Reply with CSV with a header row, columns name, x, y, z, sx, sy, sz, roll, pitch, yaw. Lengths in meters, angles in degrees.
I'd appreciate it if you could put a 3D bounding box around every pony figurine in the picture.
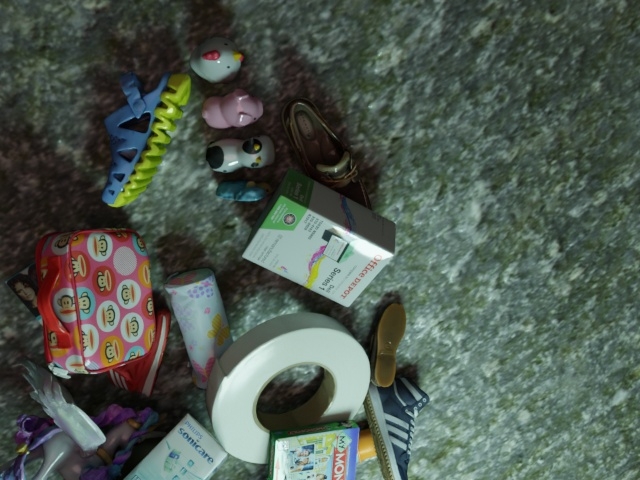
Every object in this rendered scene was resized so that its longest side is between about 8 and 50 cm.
name,x,y,z,sx,sy,sz,roll,pitch,yaw
pony figurine,-0.547,0.443,1.131,0.363,0.303,0.351,-49,121,-22

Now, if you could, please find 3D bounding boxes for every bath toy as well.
name,x,y,z,sx,sy,sz,roll,pitch,yaw
bath toy,-0.186,-0.259,1.129,0.152,0.129,0.347,-12,102,-6

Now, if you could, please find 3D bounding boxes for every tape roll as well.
name,x,y,z,sx,sy,sz,roll,pitch,yaw
tape roll,-0.070,0.347,1.231,0.393,0.072,0.391,-12,120,-21

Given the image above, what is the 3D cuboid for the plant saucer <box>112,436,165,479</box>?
name,x,y,z,sx,sy,sz,roll,pitch,yaw
plant saucer,-0.424,0.600,1.311,0.278,0.041,0.277,-2,101,-8

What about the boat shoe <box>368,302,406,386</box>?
name,x,y,z,sx,sy,sz,roll,pitch,yaw
boat shoe,0.156,0.255,1.312,0.073,0.073,0.206,19,78,-14

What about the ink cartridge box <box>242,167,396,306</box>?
name,x,y,z,sx,sy,sz,roll,pitch,yaw
ink cartridge box,0.000,0.000,1.176,0.278,0.117,0.201,27,127,-13

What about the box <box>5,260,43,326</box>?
name,x,y,z,sx,sy,sz,roll,pitch,yaw
box,-0.573,0.153,1.186,0.101,0.060,0.244,-34,105,-1

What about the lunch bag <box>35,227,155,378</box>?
name,x,y,z,sx,sy,sz,roll,pitch,yaw
lunch bag,-0.460,0.120,1.073,0.120,0.258,0.292,-6,89,19

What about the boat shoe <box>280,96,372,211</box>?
name,x,y,z,sx,sy,sz,roll,pitch,yaw
boat shoe,0.021,-0.161,1.182,0.123,0.123,0.341,-27,104,-3

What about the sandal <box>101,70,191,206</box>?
name,x,y,z,sx,sy,sz,roll,pitch,yaw
sandal,-0.391,-0.224,1.115,0.138,0.126,0.317,24,89,-9

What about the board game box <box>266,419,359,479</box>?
name,x,y,z,sx,sy,sz,roll,pitch,yaw
board game box,-0.023,0.594,1.252,0.214,0.046,0.316,1,97,-24

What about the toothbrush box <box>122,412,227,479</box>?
name,x,y,z,sx,sy,sz,roll,pitch,yaw
toothbrush box,-0.343,0.534,1.131,0.126,0.216,0.295,42,66,11

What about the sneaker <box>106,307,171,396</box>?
name,x,y,z,sx,sy,sz,roll,pitch,yaw
sneaker,-0.425,0.251,1.217,0.128,0.087,0.221,14,98,-13

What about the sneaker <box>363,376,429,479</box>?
name,x,y,z,sx,sy,sz,roll,pitch,yaw
sneaker,0.206,0.468,1.295,0.153,0.099,0.282,-8,61,-13

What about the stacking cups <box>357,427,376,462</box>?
name,x,y,z,sx,sy,sz,roll,pitch,yaw
stacking cups,0.056,0.530,1.353,0.317,0.096,0.095,-17,103,-9

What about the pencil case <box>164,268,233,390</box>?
name,x,y,z,sx,sy,sz,roll,pitch,yaw
pencil case,-0.270,0.201,1.218,0.114,0.124,0.272,-27,111,-47
